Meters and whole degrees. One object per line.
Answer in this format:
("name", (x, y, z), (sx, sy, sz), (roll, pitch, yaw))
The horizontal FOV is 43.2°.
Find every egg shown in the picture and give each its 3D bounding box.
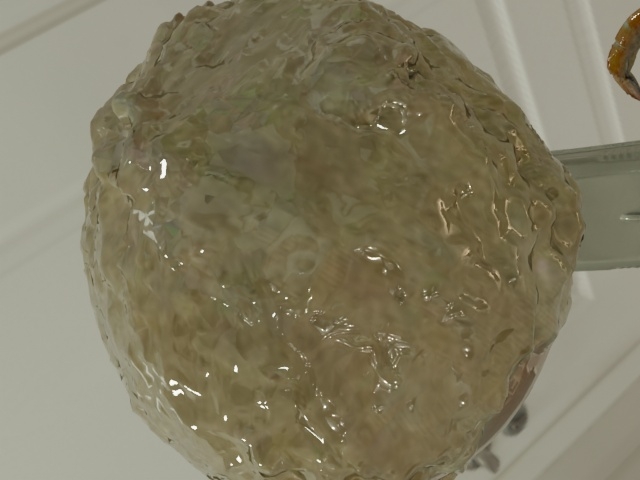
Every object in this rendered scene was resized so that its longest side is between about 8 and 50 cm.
("egg", (0.000, 0.000, 0.441), (0.310, 0.279, 0.279), (-115, 7, -47))

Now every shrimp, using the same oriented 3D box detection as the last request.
("shrimp", (0.285, -0.140, 0.620), (0.127, 0.025, 0.091), (15, 134, -3))

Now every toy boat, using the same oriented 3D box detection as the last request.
("toy boat", (0.256, -0.039, 0.858), (0.269, 0.141, 0.141), (1, 127, 39))
